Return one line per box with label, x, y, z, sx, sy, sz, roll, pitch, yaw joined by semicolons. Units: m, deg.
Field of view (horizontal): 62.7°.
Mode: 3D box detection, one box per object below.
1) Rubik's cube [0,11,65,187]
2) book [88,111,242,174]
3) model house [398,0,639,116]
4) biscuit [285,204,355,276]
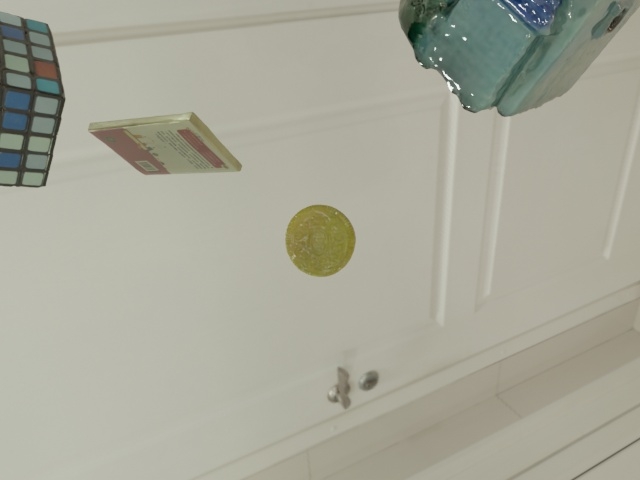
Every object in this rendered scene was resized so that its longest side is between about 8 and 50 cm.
Rubik's cube;-0.479;-0.202;0.734;0.182;0.184;0.187;-53;50;37
book;-0.278;-0.167;0.946;0.162;0.231;0.022;46;-131;-56
model house;0.288;-0.351;0.602;0.252;0.294;0.329;54;142;10
biscuit;0.000;0.000;0.605;0.023;0.083;0.084;-26;-78;-76
